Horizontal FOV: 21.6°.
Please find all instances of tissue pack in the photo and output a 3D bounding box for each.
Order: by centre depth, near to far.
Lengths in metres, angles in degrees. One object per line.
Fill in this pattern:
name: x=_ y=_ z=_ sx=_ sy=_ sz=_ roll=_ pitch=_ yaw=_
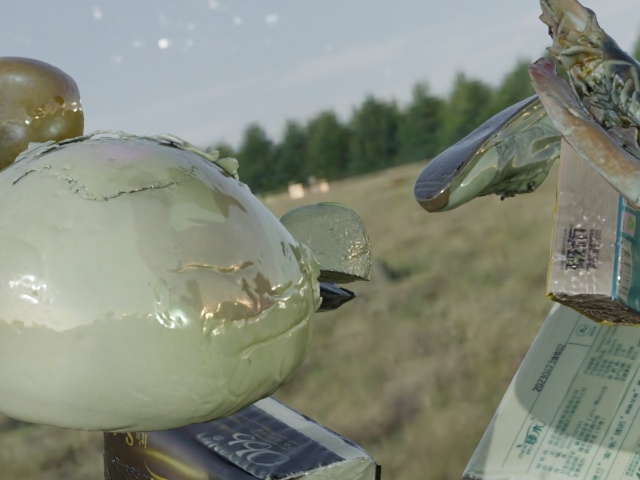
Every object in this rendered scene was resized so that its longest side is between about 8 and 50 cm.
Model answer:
tissue pack: x=0.264 y=-0.014 z=1.524 sx=0.082 sy=0.169 sz=0.120 roll=-2 pitch=-15 yaw=35
tissue pack: x=0.385 y=0.228 z=2.101 sx=0.297 sy=0.207 sz=0.380 roll=12 pitch=55 yaw=37
tissue pack: x=-0.110 y=0.301 z=2.115 sx=0.198 sy=0.210 sz=0.370 roll=-16 pitch=25 yaw=-35

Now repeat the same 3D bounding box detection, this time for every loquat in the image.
loquat: x=-0.388 y=-0.128 z=1.981 sx=0.227 sy=0.179 sz=0.179 roll=-19 pitch=3 yaw=-19

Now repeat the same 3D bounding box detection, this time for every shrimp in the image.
shrimp: x=0.190 y=-0.094 z=1.125 sx=0.143 sy=0.251 sz=0.052 roll=15 pitch=-58 yaw=-40

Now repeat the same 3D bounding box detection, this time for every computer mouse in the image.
computer mouse: x=-0.024 y=0.061 z=1.921 sx=0.135 sy=0.047 sz=0.079 roll=-7 pitch=-5 yaw=22

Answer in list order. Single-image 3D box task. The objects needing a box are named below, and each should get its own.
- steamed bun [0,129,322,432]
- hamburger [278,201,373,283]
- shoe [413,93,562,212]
steamed bun: x=-0.179 y=0.027 z=1.480 sx=0.333 sy=0.233 sz=0.312 roll=2 pitch=10 yaw=13
hamburger: x=-0.001 y=0.000 z=1.818 sx=0.121 sy=0.084 sz=0.054 roll=8 pitch=-18 yaw=-12
shoe: x=0.217 y=-0.092 z=2.016 sx=0.275 sy=0.098 sz=0.103 roll=-35 pitch=5 yaw=-36
